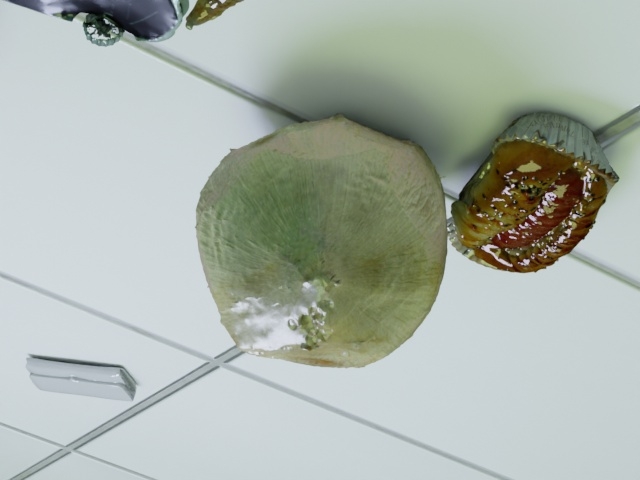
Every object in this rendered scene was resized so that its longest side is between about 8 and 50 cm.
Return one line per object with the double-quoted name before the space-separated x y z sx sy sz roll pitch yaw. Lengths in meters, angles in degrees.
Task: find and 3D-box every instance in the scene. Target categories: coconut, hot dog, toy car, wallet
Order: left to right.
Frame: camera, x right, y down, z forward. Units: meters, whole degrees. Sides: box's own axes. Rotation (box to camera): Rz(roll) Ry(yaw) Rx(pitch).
"toy car" -0.176 -0.179 0.835 0.205 0.056 0.095 18 153 -4
"wallet" -0.276 0.159 1.573 0.122 0.025 0.061 5 145 18
"coconut" 0.003 0.001 0.953 0.194 0.194 0.194 11 153 6
"hot dog" 0.147 -0.025 0.984 0.099 0.053 0.192 20 151 -3

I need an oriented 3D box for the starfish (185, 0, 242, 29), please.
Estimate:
"starfish" -0.003 -0.200 0.710 0.236 0.062 0.277 34 145 -31
